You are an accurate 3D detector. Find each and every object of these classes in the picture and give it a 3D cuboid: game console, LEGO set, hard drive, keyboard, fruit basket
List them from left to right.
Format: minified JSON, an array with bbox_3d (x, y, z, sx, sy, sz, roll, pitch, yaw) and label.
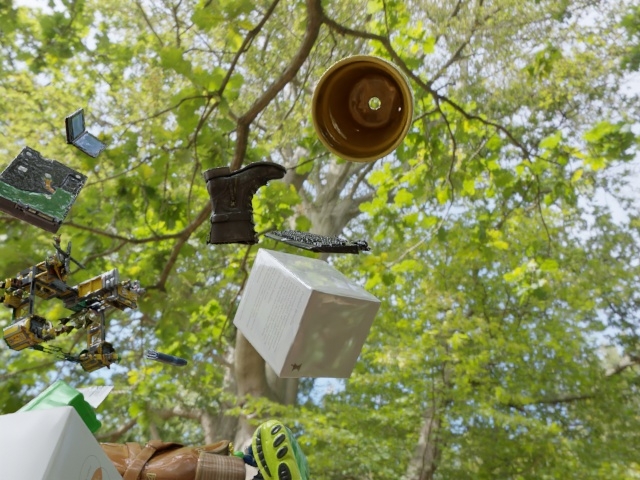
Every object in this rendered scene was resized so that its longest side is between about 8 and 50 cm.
[{"bbox_3d":[-0.722,0.486,1.187,0.353,0.327,0.165,-19,-74,33],"label":"fruit basket"},{"bbox_3d":[-0.984,-0.182,1.692,0.237,0.339,0.064,29,-64,-26],"label":"hard drive"},{"bbox_3d":[-0.753,-0.349,1.558,0.085,0.144,0.124,5,-63,-8],"label":"game console"},{"bbox_3d":[-0.557,0.163,1.154,0.192,0.255,0.331,-22,-40,9],"label":"LEGO set"},{"bbox_3d":[0.000,0.000,1.208,0.201,0.317,0.033,3,-84,-28],"label":"keyboard"}]

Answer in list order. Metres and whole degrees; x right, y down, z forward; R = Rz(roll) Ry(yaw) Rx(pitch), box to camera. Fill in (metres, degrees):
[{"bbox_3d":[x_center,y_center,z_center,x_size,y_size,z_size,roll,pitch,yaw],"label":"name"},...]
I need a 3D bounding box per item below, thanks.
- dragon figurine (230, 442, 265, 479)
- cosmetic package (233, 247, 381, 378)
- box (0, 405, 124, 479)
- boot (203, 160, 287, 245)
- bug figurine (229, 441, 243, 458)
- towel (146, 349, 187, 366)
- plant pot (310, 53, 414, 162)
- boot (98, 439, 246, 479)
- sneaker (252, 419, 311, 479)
[{"bbox_3d":[-0.183,0.717,1.545,0.289,0.144,0.085,1,-36,-40],"label":"dragon figurine"},{"bbox_3d":[-0.062,0.266,1.786,0.327,0.393,0.329,14,-78,-38],"label":"cosmetic package"},{"bbox_3d":[-0.302,0.376,0.505,0.168,0.215,0.345,-9,-55,1],"label":"box"},{"bbox_3d":[-0.207,-0.098,1.371,0.263,0.229,0.091,-10,-12,-12],"label":"boot"},{"bbox_3d":[-0.292,0.648,1.271,0.072,0.216,0.279,52,-12,0],"label":"bug figurine"},{"bbox_3d":[-0.479,0.371,1.509,0.067,0.029,0.119,0,-24,37],"label":"towel"},{"bbox_3d":[0.125,-0.352,1.261,0.254,0.239,0.254,6,-68,14],"label":"plant pot"},{"bbox_3d":[-0.256,0.377,0.781,0.220,0.109,0.283,13,-18,-17],"label":"boot"},{"bbox_3d":[-0.051,0.513,0.973,0.109,0.295,0.123,-24,-28,15],"label":"sneaker"}]
